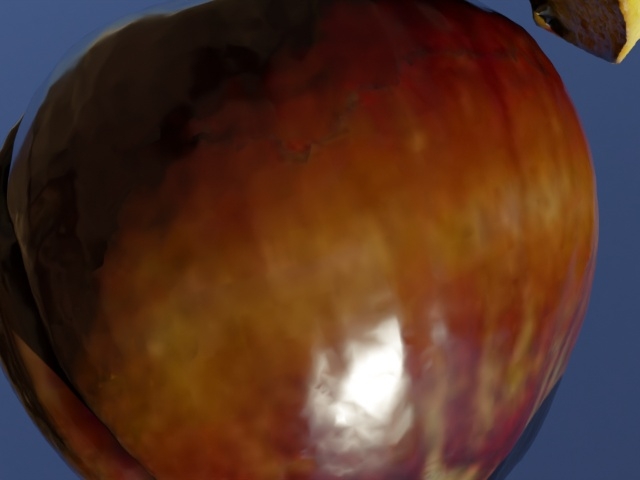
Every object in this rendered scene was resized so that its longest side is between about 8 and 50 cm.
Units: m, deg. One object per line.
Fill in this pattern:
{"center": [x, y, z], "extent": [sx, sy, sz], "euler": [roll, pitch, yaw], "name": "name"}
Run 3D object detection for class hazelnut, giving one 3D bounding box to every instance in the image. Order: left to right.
{"center": [0.000, 0.000, 1.151], "extent": [0.402, 0.402, 0.429], "euler": [26, -163, 36], "name": "hazelnut"}

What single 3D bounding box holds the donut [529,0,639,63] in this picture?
{"center": [0.185, -0.218, 1.172], "extent": [0.101, 0.259, 0.152], "euler": [-30, -139, -7], "name": "donut"}
